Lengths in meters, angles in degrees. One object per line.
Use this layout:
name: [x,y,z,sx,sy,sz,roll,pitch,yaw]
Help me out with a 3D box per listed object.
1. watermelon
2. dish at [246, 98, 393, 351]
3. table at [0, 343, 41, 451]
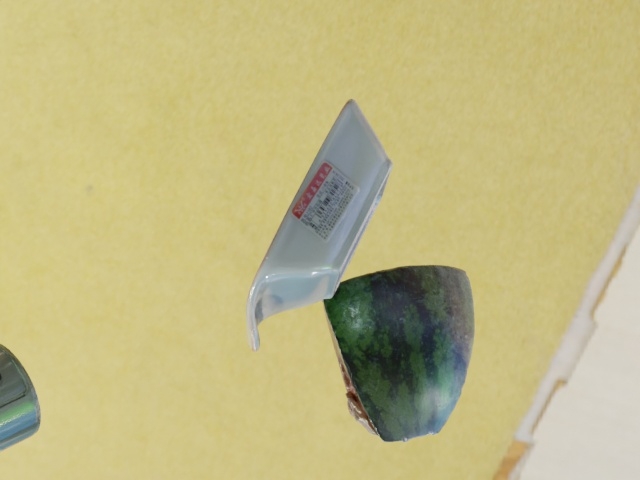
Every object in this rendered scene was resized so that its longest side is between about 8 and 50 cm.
watermelon: [0.146,0.188,1.993,0.250,0.292,0.283,-9,86,4]
dish: [0.000,0.000,1.088,0.064,0.234,0.154,26,162,5]
table: [-0.452,0.216,1.365,0.126,0.220,0.126,27,129,39]
